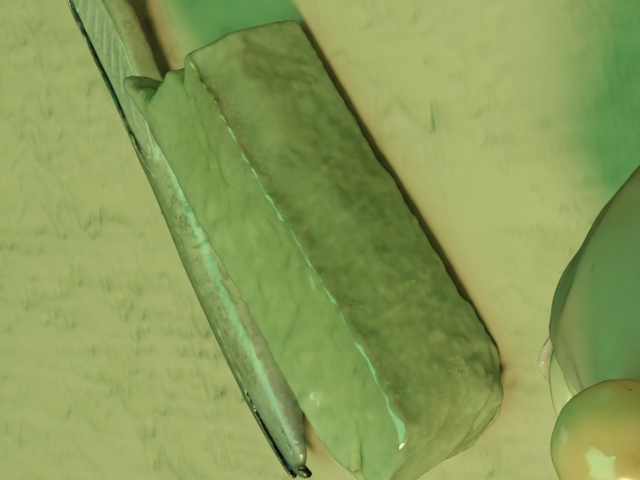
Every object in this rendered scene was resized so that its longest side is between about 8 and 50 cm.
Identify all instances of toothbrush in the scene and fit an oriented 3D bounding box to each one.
[{"bbox_3d":[-0.089,-0.084,0.837,0.035,0.042,0.413,-30,83,50],"label":"toothbrush"}]

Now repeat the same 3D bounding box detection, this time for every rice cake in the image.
[{"bbox_3d":[0.000,0.001,0.744,0.206,0.069,0.063,62,142,16],"label":"rice cake"}]

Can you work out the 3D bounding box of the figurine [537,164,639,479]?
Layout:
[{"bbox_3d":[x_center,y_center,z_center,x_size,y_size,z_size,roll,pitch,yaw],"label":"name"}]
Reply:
[{"bbox_3d":[0.156,0.069,0.504,0.133,0.200,0.276,-54,42,21],"label":"figurine"}]
